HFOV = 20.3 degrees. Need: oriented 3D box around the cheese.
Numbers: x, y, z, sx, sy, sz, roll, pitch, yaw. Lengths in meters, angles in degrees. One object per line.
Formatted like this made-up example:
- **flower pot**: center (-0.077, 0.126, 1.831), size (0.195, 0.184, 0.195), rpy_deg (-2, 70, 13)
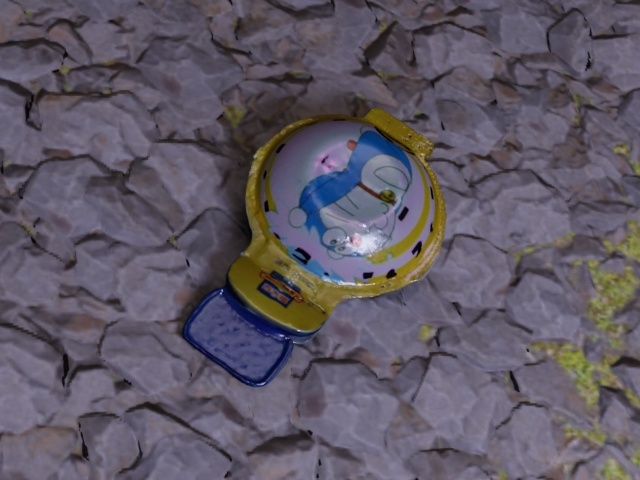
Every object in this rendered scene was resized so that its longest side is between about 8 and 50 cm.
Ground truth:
- **cheese**: center (0.000, 0.000, 1.297), size (0.156, 0.064, 0.250), rpy_deg (34, 64, 7)
